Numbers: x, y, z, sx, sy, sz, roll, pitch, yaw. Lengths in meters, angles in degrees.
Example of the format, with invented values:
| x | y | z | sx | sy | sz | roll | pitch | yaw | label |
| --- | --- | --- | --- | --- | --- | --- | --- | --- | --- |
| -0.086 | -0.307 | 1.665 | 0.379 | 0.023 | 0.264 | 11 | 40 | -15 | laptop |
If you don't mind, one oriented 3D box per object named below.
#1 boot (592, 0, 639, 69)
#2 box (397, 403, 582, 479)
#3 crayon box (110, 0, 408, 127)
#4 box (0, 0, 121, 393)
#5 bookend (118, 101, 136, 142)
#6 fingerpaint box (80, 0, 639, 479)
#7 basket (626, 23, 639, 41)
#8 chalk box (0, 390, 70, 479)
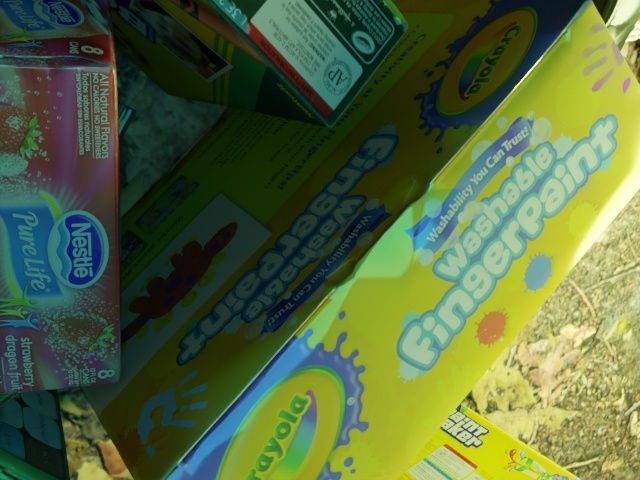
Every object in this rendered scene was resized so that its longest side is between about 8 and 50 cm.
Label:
| x | y | z | sx | sy | sz | roll | pitch | yaw | label |
| --- | --- | --- | --- | --- | --- | --- | --- | --- | --- |
| 0.210 | -0.240 | 0.862 | 0.091 | 0.229 | 0.262 | -6 | 116 | -47 | boot |
| 0.171 | 0.364 | 0.979 | 0.177 | 0.290 | 0.279 | -29 | 117 | -20 | box |
| -0.155 | -0.246 | 0.606 | 0.363 | 0.313 | 0.106 | 43 | 78 | -31 | crayon box |
| -0.199 | -0.030 | 0.573 | 0.123 | 0.128 | 0.256 | -2 | 126 | -14 | box |
| -0.256 | -0.121 | 0.647 | 0.072 | 0.157 | 0.156 | -63 | 152 | 0 | bookend |
| 0.000 | 0.000 | 0.732 | 0.445 | 0.371 | 0.163 | -48 | 121 | -10 | fingerpaint box |
| 0.304 | -0.285 | 0.942 | 0.113 | 0.167 | 0.103 | -16 | 118 | -24 | basket |
| -0.328 | 0.170 | 0.678 | 0.289 | 0.180 | 0.179 | -47 | 122 | 4 | chalk box |
